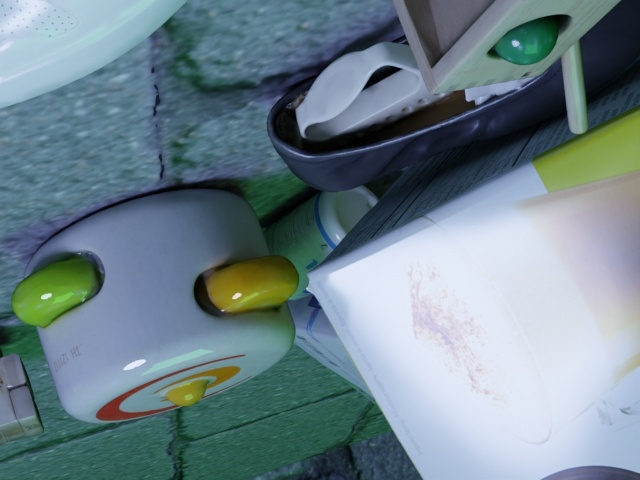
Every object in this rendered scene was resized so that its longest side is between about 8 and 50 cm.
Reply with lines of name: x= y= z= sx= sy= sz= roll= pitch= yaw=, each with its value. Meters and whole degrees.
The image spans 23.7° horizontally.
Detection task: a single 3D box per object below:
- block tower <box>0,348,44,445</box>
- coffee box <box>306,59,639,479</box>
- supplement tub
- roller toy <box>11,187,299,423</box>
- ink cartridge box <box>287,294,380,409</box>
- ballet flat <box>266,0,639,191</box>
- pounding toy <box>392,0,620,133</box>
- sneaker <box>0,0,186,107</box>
block tower: x=-0.419 y=0.171 z=1.329 sx=0.335 sy=0.091 sz=0.097 roll=-16 pitch=165 yaw=-10
coffee box: x=0.249 y=0.048 z=1.052 sx=0.334 sy=0.337 sz=0.338 roll=-27 pitch=-171 yaw=24
supplement tub: x=0.000 y=0.000 z=1.283 sx=0.071 sy=0.071 sz=0.107 roll=-6 pitch=159 yaw=-43
roller toy: x=-0.120 y=0.058 z=1.188 sx=0.209 sy=0.146 sz=0.191 roll=-19 pitch=166 yaw=-5
ink cartridge box: x=0.067 y=0.087 z=1.323 sx=0.093 sy=0.154 sz=0.212 roll=-54 pitch=-161 yaw=-10
ballet flat: x=0.084 y=-0.106 z=0.973 sx=0.280 sy=0.095 sz=0.096 roll=-26 pitch=152 yaw=25
pounding toy: x=0.102 y=-0.135 z=0.776 sx=0.100 sy=0.141 sz=0.130 roll=-12 pitch=164 yaw=-27
sneaker: x=-0.079 y=-0.161 z=0.545 sx=0.292 sy=0.108 sz=0.169 roll=-34 pitch=161 yaw=14
